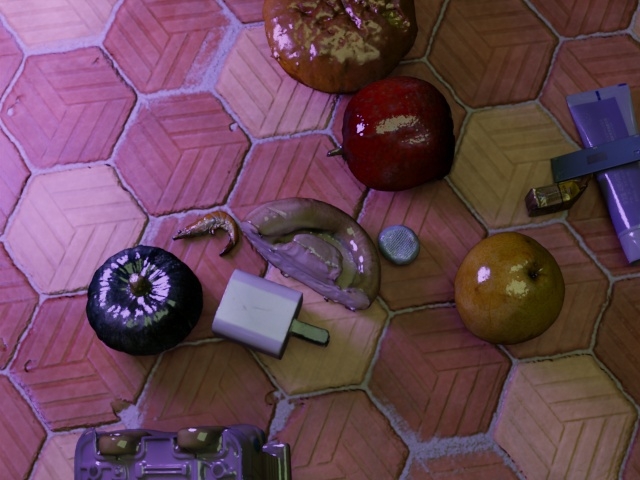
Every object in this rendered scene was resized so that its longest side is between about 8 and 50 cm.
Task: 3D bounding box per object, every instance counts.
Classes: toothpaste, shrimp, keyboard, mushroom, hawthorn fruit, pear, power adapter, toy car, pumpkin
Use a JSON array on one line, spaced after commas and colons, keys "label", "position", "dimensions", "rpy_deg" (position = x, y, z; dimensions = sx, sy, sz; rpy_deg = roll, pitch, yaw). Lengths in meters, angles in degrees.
[{"label": "toothpaste", "position": [0.590, -0.136, 1.724], "dimensions": [0.125, 0.080, 0.371], "rpy_deg": [-13, 73, 7]}, {"label": "shrimp", "position": [-0.221, -0.007, 1.700], "dimensions": [0.127, 0.025, 0.091], "rpy_deg": [-15, 78, -8]}, {"label": "keyboard", "position": [0.539, -0.159, 1.713], "dimensions": [0.176, 0.014, 0.055], "rpy_deg": [-16, 67, 26]}, {"label": "mushroom", "position": [0.000, 0.000, 1.647], "dimensions": [0.286, 0.156, 0.151], "rpy_deg": [34, 66, -5]}, {"label": "hawthorn fruit", "position": [0.130, -0.199, 1.670], "dimensions": [0.250, 0.215, 0.215], "rpy_deg": [-17, 77, 5]}, {"label": "pear", "position": [0.342, 0.085, 1.600], "dimensions": [0.209, 0.209, 0.208], "rpy_deg": [0, 76, -1]}, {"label": "power adapter", "position": [-0.079, 0.149, 1.612], "dimensions": [0.205, 0.130, 0.125], "rpy_deg": [20, 76, 3]}, {"label": "toy car", "position": [-0.235, 0.436, 1.518], "dimensions": [0.336, 0.226, 0.242], "rpy_deg": [-10, 76, 23]}, {"label": "pumpkin", "position": [-0.320, 0.107, 1.605], "dimensions": [0.212, 0.152, 0.211], "rpy_deg": [1, 72, -5]}]

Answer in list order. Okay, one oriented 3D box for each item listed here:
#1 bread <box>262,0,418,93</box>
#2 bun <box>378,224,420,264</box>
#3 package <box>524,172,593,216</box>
[{"label": "bread", "position": [0.043, -0.429, 1.738], "dimensions": [0.312, 0.172, 0.312], "rpy_deg": [0, 81, 1]}, {"label": "bun", "position": [0.151, 0.009, 1.693], "dimensions": [0.083, 0.045, 0.083], "rpy_deg": [0, 74, 1]}, {"label": "package", "position": [0.466, -0.085, 1.709], "dimensions": [0.131, 0.071, 0.047], "rpy_deg": [-13, 71, -6]}]
